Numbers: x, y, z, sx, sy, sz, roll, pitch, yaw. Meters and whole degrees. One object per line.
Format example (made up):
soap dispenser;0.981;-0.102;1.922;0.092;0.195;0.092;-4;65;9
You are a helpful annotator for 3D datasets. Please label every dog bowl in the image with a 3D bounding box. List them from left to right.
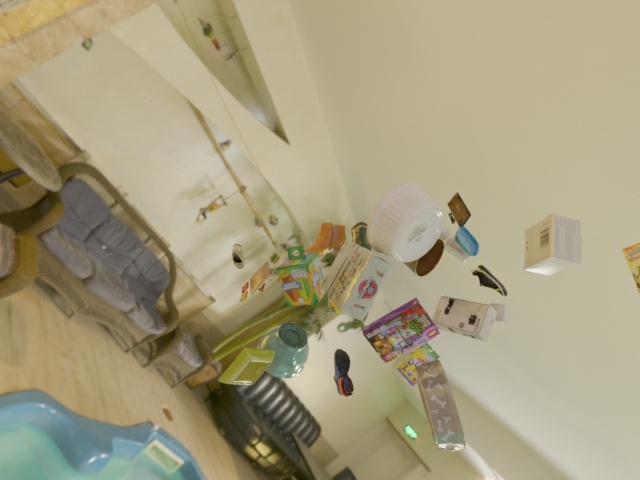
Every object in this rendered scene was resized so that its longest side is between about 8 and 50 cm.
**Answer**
dog bowl;0.455;0.638;1.607;0.349;0.102;0.348;-15;90;-85

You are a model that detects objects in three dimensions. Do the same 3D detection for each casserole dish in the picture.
casserole dish;0.775;0.006;2.201;0.188;0.114;0.037;44;-35;-14

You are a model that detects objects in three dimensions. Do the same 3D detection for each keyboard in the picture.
keyboard;0.627;-0.131;1.891;0.023;0.108;0.180;18;36;-19

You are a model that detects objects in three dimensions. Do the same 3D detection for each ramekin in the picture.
ramekin;0.298;-0.048;1.405;0.127;0.273;0.272;43;-16;41

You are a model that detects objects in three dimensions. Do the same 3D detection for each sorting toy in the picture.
sorting toy;-0.281;0.191;1.971;0.046;0.274;0.132;38;15;-26

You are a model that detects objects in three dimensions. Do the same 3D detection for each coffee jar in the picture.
coffee jar;0.210;-0.006;2.154;0.079;0.096;0.184;24;47;-28

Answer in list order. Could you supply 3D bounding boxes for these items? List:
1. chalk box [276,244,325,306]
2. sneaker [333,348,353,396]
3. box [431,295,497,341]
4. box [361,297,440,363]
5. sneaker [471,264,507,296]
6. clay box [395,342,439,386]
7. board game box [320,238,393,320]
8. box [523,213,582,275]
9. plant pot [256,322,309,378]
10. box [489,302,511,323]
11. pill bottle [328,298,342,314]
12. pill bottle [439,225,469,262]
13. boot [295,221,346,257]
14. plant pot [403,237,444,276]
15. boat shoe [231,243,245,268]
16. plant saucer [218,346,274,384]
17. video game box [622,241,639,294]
chalk box;-0.100;0.170;2.144;0.179;0.180;0.288;-49;126;-62
sneaker;0.092;0.620;1.941;0.087;0.083;0.221;-43;-135;52
box;0.726;0.393;2.113;0.087;0.169;0.290;36;-17;-32
box;0.365;0.413;1.886;0.201;0.293;0.057;53;12;-19
sneaker;0.968;0.245;2.382;0.084;0.097;0.234;15;33;-55
clay box;0.531;0.662;2.236;0.127;0.222;0.053;48;-4;3
board game box;0.123;0.133;1.534;0.098;0.223;0.303;28;4;-15
box;0.888;0.021;1.592;0.119;0.180;0.182;14;-22;-3
plant pot;-0.184;0.575;2.272;0.293;0.293;0.196;50;-50;27
box;0.997;0.405;2.300;0.087;0.101;0.102;-2;-17;46
pill bottle;0.142;0.282;1.922;0.215;0.117;0.117;-19;-72;51
pill bottle;0.794;0.013;2.456;0.229;0.131;0.131;38;-14;13
boot;0.001;0.000;2.397;0.104;0.295;0.211;103;-13;-79
plant pot;0.506;0.039;2.282;0.254;0.237;0.237;35;-21;40
boat shoe;-0.352;0.078;1.764;0.056;0.048;0.153;12;-41;1
plant saucer;-0.290;0.527;1.698;0.045;0.188;0.188;46;11;36
video game box;1.046;0.072;1.238;0.205;0.048;0.186;135;-40;-55
